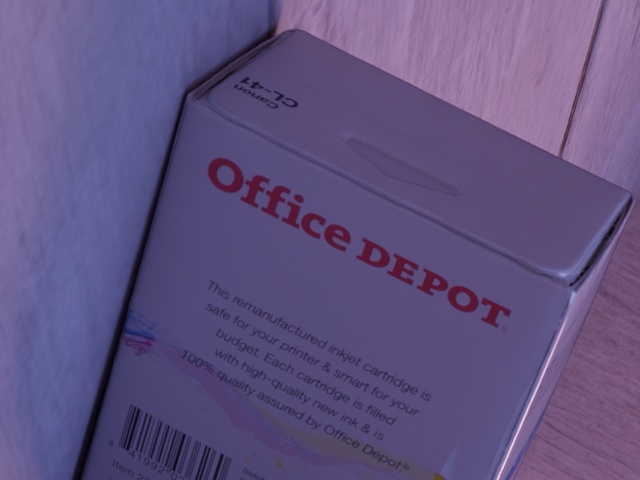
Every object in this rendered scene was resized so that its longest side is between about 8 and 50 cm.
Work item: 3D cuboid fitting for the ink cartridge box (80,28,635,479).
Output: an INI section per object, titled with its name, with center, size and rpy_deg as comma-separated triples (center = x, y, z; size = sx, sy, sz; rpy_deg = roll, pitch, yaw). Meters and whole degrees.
[ink cartridge box]
center = 0.011, 0.072, 1.024
size = 0.131, 0.226, 0.306
rpy_deg = -45, 158, -57
